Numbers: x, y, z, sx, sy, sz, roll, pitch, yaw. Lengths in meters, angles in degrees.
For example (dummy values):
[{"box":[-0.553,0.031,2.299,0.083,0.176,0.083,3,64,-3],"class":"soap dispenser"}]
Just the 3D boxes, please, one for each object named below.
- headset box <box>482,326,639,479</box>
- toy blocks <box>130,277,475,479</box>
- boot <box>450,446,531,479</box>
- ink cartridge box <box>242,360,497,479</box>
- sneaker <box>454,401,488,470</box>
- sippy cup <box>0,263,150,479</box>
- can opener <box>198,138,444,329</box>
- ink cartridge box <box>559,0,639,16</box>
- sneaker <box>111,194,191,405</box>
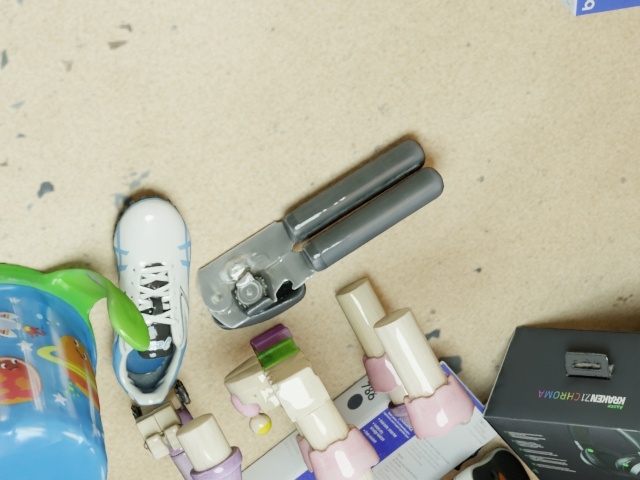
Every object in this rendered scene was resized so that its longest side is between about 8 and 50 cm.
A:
[{"box":[0.362,0.222,1.825,0.283,0.246,0.131,47,56,-39],"class":"headset box"},{"box":[0.004,0.232,1.615,0.309,0.288,0.260,-29,100,-5],"class":"toy blocks"},{"box":[0.161,0.335,1.898,0.176,0.088,0.244,-36,162,20],"class":"boot"},{"box":[0.041,0.266,1.840,0.332,0.065,0.165,-37,129,5],"class":"ink cartridge box"},{"box":[0.192,0.240,1.902,0.109,0.044,0.040,-42,127,6],"class":"sneaker"},{"box":[-0.311,0.178,1.519,0.240,0.224,0.305,5,120,-26],"class":"sippy cup"},{"box":[0.000,0.000,1.649,0.283,0.076,0.095,-32,161,-1],"class":"can opener"},{"box":[0.296,-0.332,1.552,0.097,0.046,0.207,-11,126,-15],"class":"ink cartridge box"},{"box":[-0.169,0.064,1.593,0.085,0.086,0.237,-6,123,-18],"class":"sneaker"}]
